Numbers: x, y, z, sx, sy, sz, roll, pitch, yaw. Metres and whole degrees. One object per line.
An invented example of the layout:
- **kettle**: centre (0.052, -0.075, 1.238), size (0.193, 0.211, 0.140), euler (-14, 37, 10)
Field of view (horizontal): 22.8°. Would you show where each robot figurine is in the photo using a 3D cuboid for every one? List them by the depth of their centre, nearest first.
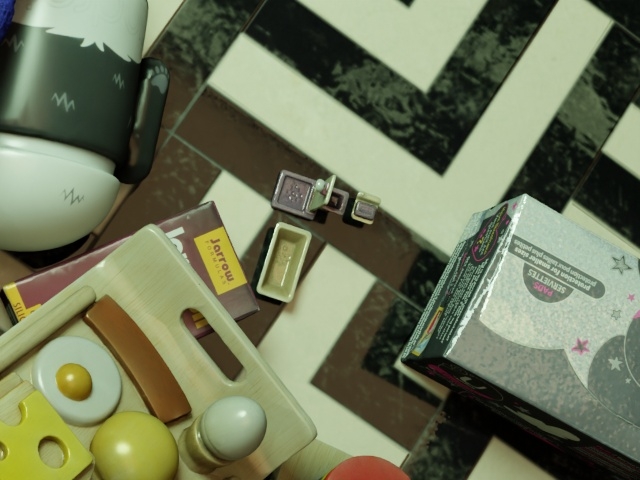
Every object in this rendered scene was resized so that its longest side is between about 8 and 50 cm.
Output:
- **robot figurine**: centre (-0.233, -0.130, 1.276), size (0.209, 0.173, 0.278), euler (7, 82, 0)

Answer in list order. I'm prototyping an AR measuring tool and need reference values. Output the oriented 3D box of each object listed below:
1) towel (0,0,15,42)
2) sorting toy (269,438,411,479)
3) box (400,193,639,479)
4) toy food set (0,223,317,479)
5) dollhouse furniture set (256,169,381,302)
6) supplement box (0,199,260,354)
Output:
- **towel**: centre (-0.321, -0.196, 1.162), size (0.227, 0.076, 0.308), euler (19, 75, 7)
- **sorting toy**: centre (0.060, 0.309, 1.291), size (0.255, 0.089, 0.257), euler (26, 58, -9)
- **box**: centre (0.225, 0.090, 1.371), size (0.247, 0.142, 0.163), euler (29, 79, -9)
- **toy food set**: centre (-0.150, 0.141, 1.156), size (0.220, 0.092, 0.306), euler (52, 40, -2)
- **dollhouse furniture set**: centre (0.000, 0.000, 1.359), size (0.091, 0.081, 0.114), euler (19, 80, -10)
- **supplement box**: centre (-0.159, 0.051, 1.317), size (0.188, 0.081, 0.104), euler (-24, 89, -15)
